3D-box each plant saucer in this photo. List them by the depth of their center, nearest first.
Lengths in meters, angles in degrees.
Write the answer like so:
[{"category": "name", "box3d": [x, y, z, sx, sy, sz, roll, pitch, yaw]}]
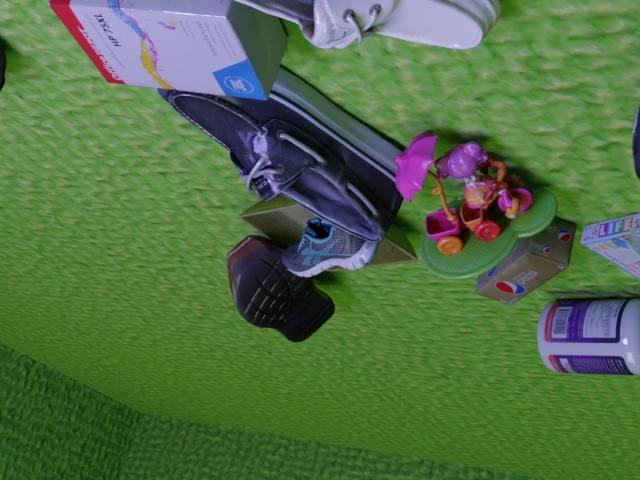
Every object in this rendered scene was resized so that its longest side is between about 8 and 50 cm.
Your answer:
[{"category": "plant saucer", "box3d": [0.015, -0.021, 1.297, 0.188, 0.045, 0.188, -8, 148, 46]}]

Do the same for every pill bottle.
[{"category": "pill bottle", "box3d": [0.417, 0.136, 1.321, 0.194, 0.108, 0.108, -4, 151, 42]}]

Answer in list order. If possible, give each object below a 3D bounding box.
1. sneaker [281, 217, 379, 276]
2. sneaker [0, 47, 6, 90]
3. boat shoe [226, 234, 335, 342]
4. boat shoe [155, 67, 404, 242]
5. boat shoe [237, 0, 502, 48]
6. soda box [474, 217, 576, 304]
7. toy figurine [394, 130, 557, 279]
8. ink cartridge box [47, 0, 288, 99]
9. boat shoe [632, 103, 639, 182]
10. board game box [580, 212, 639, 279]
[{"category": "sneaker", "box3d": [0.000, 0.000, 1.236, 0.167, 0.065, 0.076, -13, 128, 46]}, {"category": "sneaker", "box3d": [-0.412, -0.222, 1.035, 0.147, 0.104, 0.296, 23, 163, -23]}, {"category": "boat shoe", "box3d": [-0.080, 0.065, 1.454, 0.120, 0.123, 0.324, 51, 177, 26]}, {"category": "boat shoe", "box3d": [-0.038, -0.100, 1.039, 0.335, 0.119, 0.121, 24, 157, -21]}, {"category": "boat shoe", "box3d": [0.012, -0.203, 0.784, 0.277, 0.096, 0.098, 17, 158, -3]}, {"category": "soda box", "box3d": [0.264, 0.027, 1.220, 0.058, 0.061, 0.181, 18, 158, -5]}, {"category": "toy figurine", "box3d": [0.158, -0.059, 1.048, 0.173, 0.130, 0.159, -21, 134, 22]}, {"category": "ink cartridge box", "box3d": [-0.163, -0.213, 0.906, 0.231, 0.078, 0.134, 9, 157, 19]}, {"category": "boat shoe", "box3d": [0.326, -0.116, 0.759, 0.127, 0.113, 0.340, 15, 158, 3]}, {"category": "board game box", "box3d": [0.410, 0.015, 1.140, 0.154, 0.026, 0.103, 27, 156, -28]}]
